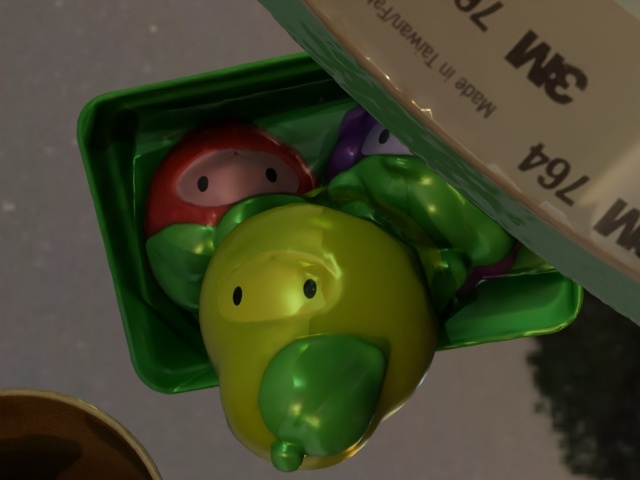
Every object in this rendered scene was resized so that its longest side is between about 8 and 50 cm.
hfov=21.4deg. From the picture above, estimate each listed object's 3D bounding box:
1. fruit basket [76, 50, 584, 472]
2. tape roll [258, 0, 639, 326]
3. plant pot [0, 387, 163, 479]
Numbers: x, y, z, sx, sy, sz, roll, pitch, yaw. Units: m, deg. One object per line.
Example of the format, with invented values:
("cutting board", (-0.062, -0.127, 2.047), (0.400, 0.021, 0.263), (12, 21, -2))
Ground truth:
("fruit basket", (0.000, 0.000, 1.269), (0.392, 0.392, 0.283), (-42, -60, -75))
("tape roll", (0.068, -0.077, 0.403), (0.077, 0.321, 0.321), (-47, -26, -9))
("plant pot", (-0.193, 0.259, 1.184), (0.254, 0.237, 0.237), (76, -165, -62))
